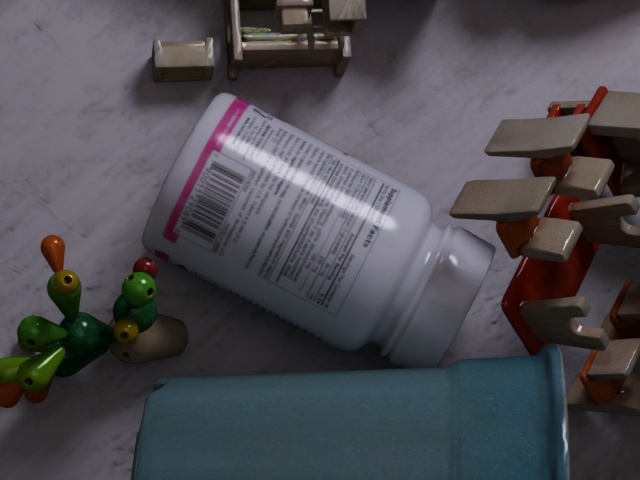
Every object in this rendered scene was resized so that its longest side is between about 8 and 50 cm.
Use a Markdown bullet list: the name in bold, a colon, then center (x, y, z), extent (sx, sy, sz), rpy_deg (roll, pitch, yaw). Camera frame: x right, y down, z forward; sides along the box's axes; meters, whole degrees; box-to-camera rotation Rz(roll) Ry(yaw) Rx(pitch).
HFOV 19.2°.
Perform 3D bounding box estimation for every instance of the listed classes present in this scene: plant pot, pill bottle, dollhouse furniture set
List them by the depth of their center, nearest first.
- **plant pot**: center (0.020, 0.244, 1.543), extent (0.334, 0.341, 0.341), rpy_deg (4, 75, 1)
- **pill bottle**: center (0.000, 0.000, 1.675), extent (0.283, 0.160, 0.160), rpy_deg (28, 74, 0)
- **dollhouse furniture set**: center (0.228, -0.012, 1.685), extent (0.262, 0.135, 0.259), rpy_deg (57, 50, -34)
- **dollhouse furniture set**: center (-0.061, -0.221, 1.725), extent (0.182, 0.161, 0.101), rpy_deg (-2, 75, -9)

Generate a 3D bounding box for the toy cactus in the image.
- **toy cactus**: center (-0.197, 0.076, 1.645), extent (0.180, 0.219, 0.112), rpy_deg (6, 50, -47)
